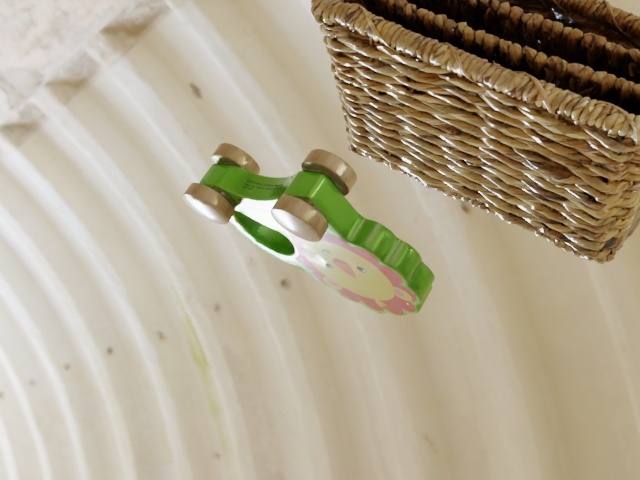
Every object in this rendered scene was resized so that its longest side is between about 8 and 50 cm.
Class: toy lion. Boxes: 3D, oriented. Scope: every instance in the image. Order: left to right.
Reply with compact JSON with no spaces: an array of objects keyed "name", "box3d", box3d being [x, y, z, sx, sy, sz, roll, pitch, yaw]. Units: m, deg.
[{"name":"toy lion","box3d":[0.000,0.000,0.388,0.100,0.096,0.034,11,-119,45]}]

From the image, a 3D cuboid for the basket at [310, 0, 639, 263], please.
[{"name":"basket","box3d":[0.176,-0.159,0.751,0.299,0.223,0.213,27,-109,23]}]
